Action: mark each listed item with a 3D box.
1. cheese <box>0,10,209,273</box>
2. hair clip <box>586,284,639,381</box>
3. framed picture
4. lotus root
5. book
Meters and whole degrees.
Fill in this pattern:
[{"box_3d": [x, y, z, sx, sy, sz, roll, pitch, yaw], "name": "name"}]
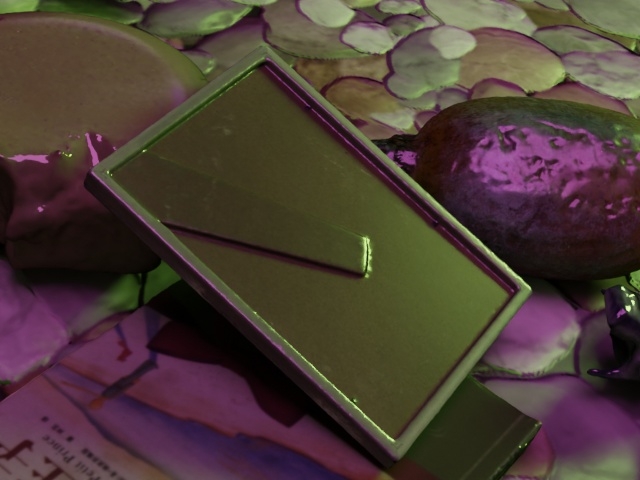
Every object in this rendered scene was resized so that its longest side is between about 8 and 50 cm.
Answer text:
[{"box_3d": [-0.165, -0.057, 0.703, 0.203, 0.091, 0.175, 3, 43, -6], "name": "cheese"}, {"box_3d": [0.230, 0.061, 0.692, 0.187, 0.056, 0.146, 7, 40, -17], "name": "hair clip"}, {"box_3d": [0.000, 0.000, 0.644, 0.203, 0.015, 0.150, 42, 48, 4], "name": "framed picture"}, {"box_3d": [0.118, -0.034, 0.738, 0.192, 0.088, 0.113, 8, 49, -3], "name": "lotus root"}, {"box_3d": [-0.051, 0.113, 0.588, 0.201, 0.026, 0.289, 34, 46, 20], "name": "book"}]
